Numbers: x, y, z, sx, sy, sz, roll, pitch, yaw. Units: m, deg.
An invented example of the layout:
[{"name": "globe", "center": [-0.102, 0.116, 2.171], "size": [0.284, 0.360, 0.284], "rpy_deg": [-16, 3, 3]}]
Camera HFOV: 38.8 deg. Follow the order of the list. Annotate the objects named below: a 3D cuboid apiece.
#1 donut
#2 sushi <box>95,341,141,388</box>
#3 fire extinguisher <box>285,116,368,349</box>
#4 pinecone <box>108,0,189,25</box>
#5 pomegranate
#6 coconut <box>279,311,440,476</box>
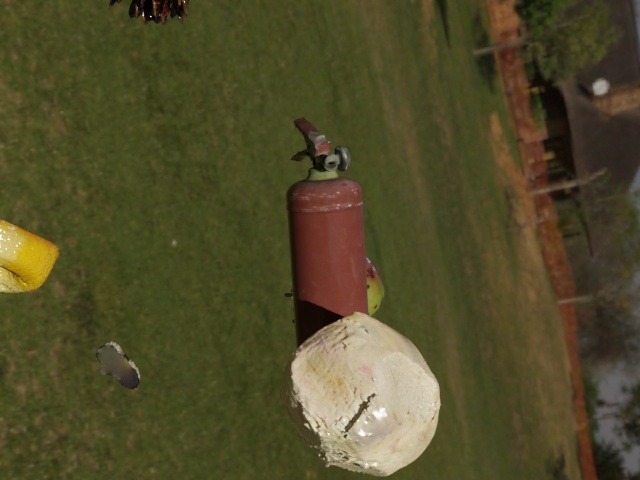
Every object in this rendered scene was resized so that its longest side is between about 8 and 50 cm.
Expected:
[{"name": "donut", "center": [-0.437, 0.020, 1.198], "size": [0.178, 0.162, 0.065], "rpy_deg": [29, 59, -43]}, {"name": "sushi", "center": [-0.305, 0.192, 1.375], "size": [0.083, 0.044, 0.046], "rpy_deg": [52, -3, -1]}, {"name": "fire extinguisher", "center": [0.000, 0.000, 1.244], "size": [0.147, 0.106, 0.337], "rpy_deg": [15, -70, 63]}, {"name": "pinecone", "center": [-0.258, -0.395, 1.307], "size": [0.163, 0.165, 0.163], "rpy_deg": [-167, -90, -87]}, {"name": "pomegranate", "center": [0.023, 0.079, 1.474], "size": [0.129, 0.159, 0.129], "rpy_deg": [-9, 90, -87]}, {"name": "coconut", "center": [0.043, 0.179, 1.086], "size": [0.194, 0.194, 0.194], "rpy_deg": [-12, 90, -77]}]
